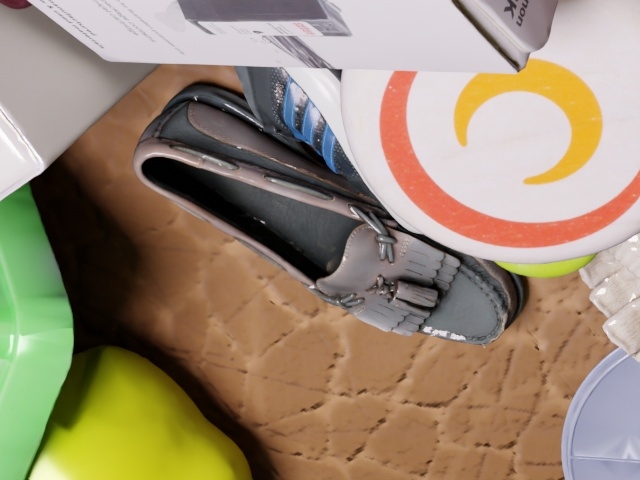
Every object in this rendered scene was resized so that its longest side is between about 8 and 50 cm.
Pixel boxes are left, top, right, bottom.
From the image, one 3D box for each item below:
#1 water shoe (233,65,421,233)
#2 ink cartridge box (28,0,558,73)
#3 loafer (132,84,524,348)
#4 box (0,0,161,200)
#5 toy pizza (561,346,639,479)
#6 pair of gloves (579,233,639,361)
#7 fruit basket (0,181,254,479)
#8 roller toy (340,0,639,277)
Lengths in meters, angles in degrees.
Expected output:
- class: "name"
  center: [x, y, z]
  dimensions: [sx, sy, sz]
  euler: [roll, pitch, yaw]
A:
- class: "water shoe"
  center: [0.006, -0.086, 0.894]
  dimensions: [0.203, 0.073, 0.080]
  euler: [53, 143, -5]
- class: "ink cartridge box"
  center: [-0.010, -0.194, 0.702]
  dimensions: [0.272, 0.197, 0.114]
  euler: [7, 162, 37]
- class: "loafer"
  center: [0.000, 0.000, 0.920]
  dimensions: [0.267, 0.084, 0.096]
  euler: [30, 123, 4]
- class: "box"
  center: [-0.194, -0.106, 0.850]
  dimensions: [0.148, 0.232, 0.127]
  euler: [-29, 104, 30]
- class: "toy pizza"
  center: [0.256, 0.137, 0.921]
  dimensions: [0.201, 0.032, 0.201]
  euler: [6, 114, 14]
- class: "pair of gloves"
  center: [0.280, 0.046, 0.836]
  dimensions: [0.204, 0.042, 0.240]
  euler: [-33, 97, 20]
- class: "fruit basket"
  center: [-0.228, 0.124, 1.018]
  dimensions: [0.392, 0.283, 0.392]
  euler: [-15, 137, -14]
- class: "roller toy"
  center: [0.115, -0.100, 0.786]
  dimensions: [0.191, 0.146, 0.209]
  euler: [32, 127, -10]
